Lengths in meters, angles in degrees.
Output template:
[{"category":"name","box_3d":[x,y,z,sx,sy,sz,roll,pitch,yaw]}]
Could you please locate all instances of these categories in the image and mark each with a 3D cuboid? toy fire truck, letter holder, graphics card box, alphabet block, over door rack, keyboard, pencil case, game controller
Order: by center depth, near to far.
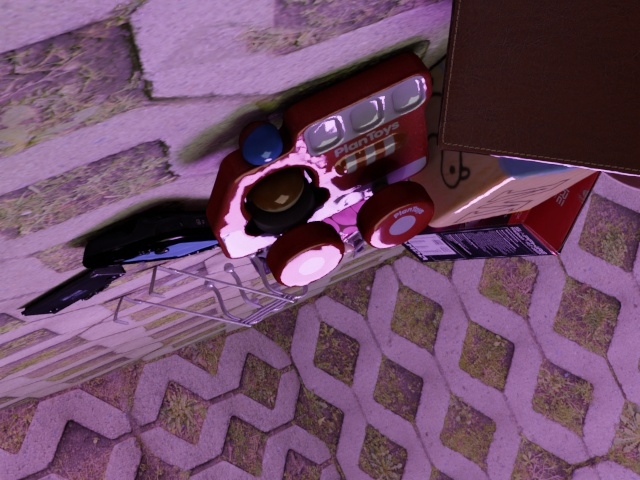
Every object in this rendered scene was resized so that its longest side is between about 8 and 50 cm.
[{"category":"letter holder","box_3d":[0.280,-0.193,0.979,0.302,0.214,0.152,9,-150,10]},{"category":"toy fire truck","box_3d":[-0.003,-0.093,1.238,0.302,0.169,0.254,-24,150,-5]},{"category":"alphabet block","box_3d":[0.237,-0.145,1.329,0.194,0.192,0.197,-9,166,-28]},{"category":"game controller","box_3d":[-0.215,0.002,1.502,0.167,0.067,0.319,-26,172,19]},{"category":"keyboard","box_3d":[-0.402,0.082,1.674,0.180,0.023,0.108,-27,167,28]},{"category":"graphics card box","box_3d":[0.300,-0.083,1.714,0.232,0.094,0.371,-59,-158,-18]},{"category":"pencil case","box_3d":[0.071,-0.065,1.849,0.095,0.098,0.209,-18,171,-40]},{"category":"over door rack","box_3d":[-0.219,0.094,2.000,0.324,0.108,0.239,4,160,-27]}]

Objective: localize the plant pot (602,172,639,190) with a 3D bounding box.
[{"category":"plant pot","box_3d":[0.573,-0.258,1.630,0.274,0.256,0.256,-40,-179,-25]}]

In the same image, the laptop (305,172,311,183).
[{"category":"laptop","box_3d":[0.030,-0.127,1.581,0.234,0.136,0.264,-27,147,20]}]

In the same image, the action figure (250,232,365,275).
[{"category":"action figure","box_3d":[0.000,0.000,2.035,0.285,0.099,0.185,-20,-173,25]}]

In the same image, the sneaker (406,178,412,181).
[{"category":"sneaker","box_3d":[0.158,-0.133,1.842,0.054,0.061,0.152,-30,-165,-18]}]
